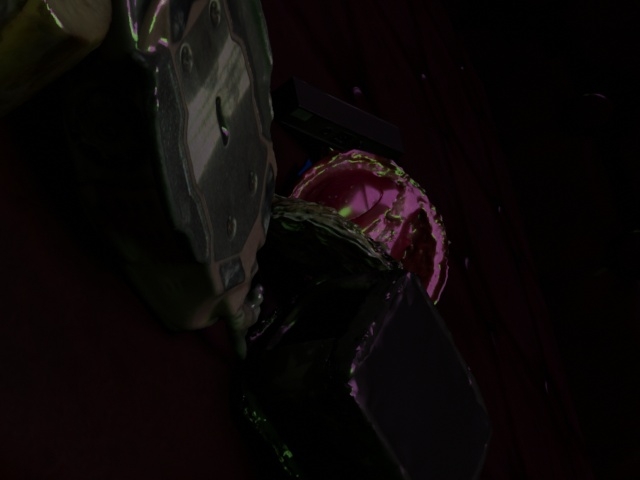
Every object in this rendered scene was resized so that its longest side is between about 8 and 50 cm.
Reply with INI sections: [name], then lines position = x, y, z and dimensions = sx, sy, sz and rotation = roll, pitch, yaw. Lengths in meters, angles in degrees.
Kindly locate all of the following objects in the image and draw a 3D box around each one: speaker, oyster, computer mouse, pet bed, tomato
[speaker]
position = 0.024, -0.139, 1.448
dimensions = 0.191, 0.040, 0.046
rotation = 19, 48, -44
[oyster]
position = 0.000, 0.000, 1.100
dimensions = 0.064, 0.177, 0.125
rotation = -61, 148, -9
[computer mouse]
position = -0.110, -0.061, 0.891
dimensions = 0.199, 0.115, 0.389
rotation = -62, 152, -44
[pet bed]
position = 0.028, 0.145, 1.039
dimensions = 0.211, 0.159, 0.183
rotation = 59, 39, -24
[tomato]
position = 0.033, 0.010, 1.226
dimensions = 0.189, 0.173, 0.099
rotation = 56, -25, -2

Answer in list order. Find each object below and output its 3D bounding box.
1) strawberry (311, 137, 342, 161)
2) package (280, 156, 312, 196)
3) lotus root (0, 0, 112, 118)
[strawberry]
position = 0.017, -0.117, 1.506
dimensions = 0.152, 0.048, 0.104
rotation = 53, 23, 2
[package]
position = 0.005, 0.005, 1.341
dimensions = 0.173, 0.027, 0.171
rotation = 64, 20, -13
[lotus root]
position = -0.208, -0.180, 0.705
dimensions = 0.235, 0.119, 0.138
rotation = 68, 15, 6
